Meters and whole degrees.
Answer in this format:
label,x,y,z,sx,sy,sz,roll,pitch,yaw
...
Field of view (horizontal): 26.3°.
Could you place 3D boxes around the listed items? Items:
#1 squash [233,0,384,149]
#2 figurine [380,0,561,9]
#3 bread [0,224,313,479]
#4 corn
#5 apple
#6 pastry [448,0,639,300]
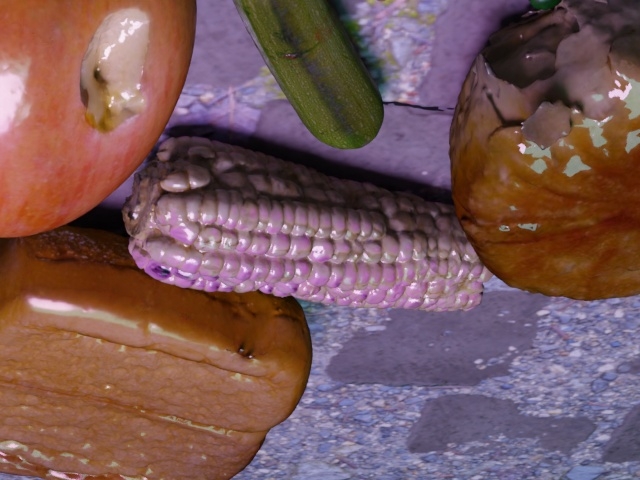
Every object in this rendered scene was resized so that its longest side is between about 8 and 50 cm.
label,x,y,z,sx,sy,sz,roll,pitch,yaw
squash,-0.010,-0.141,0.994,0.066,0.066,0.229,-13,145,14
figurine,0.106,-0.201,0.884,0.197,0.093,0.147,-24,131,30
bread,-0.191,0.103,1.279,0.337,0.148,0.328,14,139,-22
corn,-0.001,0.001,1.157,0.335,0.126,0.126,12,144,-23
apple,-0.190,-0.139,0.823,0.242,0.242,0.241,8,138,-17
pastry,0.249,-0.066,1.064,0.330,0.136,0.329,-3,145,-2
